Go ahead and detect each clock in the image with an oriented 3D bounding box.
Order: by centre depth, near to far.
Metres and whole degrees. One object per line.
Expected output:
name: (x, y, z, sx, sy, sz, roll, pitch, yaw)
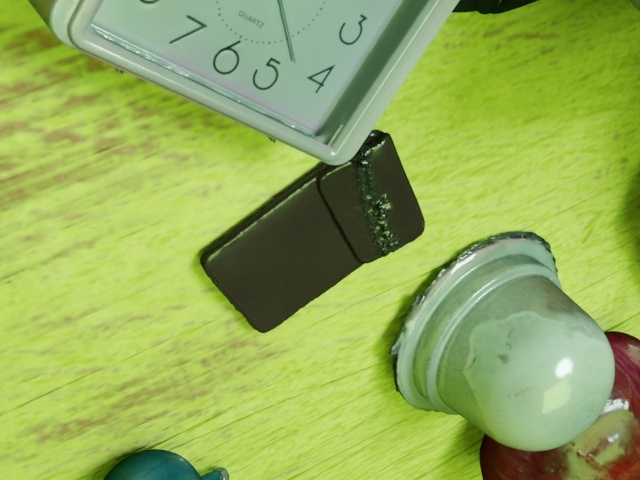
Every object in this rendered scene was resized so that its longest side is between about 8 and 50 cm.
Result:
clock: (-0.028, -0.136, 0.384, 0.197, 0.063, 0.150, 20, 111, -42)

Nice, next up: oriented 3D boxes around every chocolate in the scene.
chocolate: (0.181, 0.115, 0.670, 0.221, 0.147, 0.221, -22, 137, -22)

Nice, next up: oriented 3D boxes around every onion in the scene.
onion: (0.293, 0.215, 0.830, 0.248, 0.161, 0.247, -7, 107, -23)

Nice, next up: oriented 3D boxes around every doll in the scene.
doll: (-0.126, 0.218, 0.596, 0.114, 0.086, 0.152, -53, 150, -19)

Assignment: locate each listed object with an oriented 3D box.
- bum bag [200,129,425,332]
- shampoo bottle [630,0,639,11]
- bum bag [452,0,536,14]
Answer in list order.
bum bag: (0.000, 0.000, 0.541, 0.159, 0.026, 0.109, -36, 137, -3)
shampoo bottle: (0.318, -0.196, 0.364, 0.323, 0.322, 0.317, -14, 102, -24)
bum bag: (0.122, -0.233, 0.406, 0.123, 0.060, 0.248, -28, 137, -16)
